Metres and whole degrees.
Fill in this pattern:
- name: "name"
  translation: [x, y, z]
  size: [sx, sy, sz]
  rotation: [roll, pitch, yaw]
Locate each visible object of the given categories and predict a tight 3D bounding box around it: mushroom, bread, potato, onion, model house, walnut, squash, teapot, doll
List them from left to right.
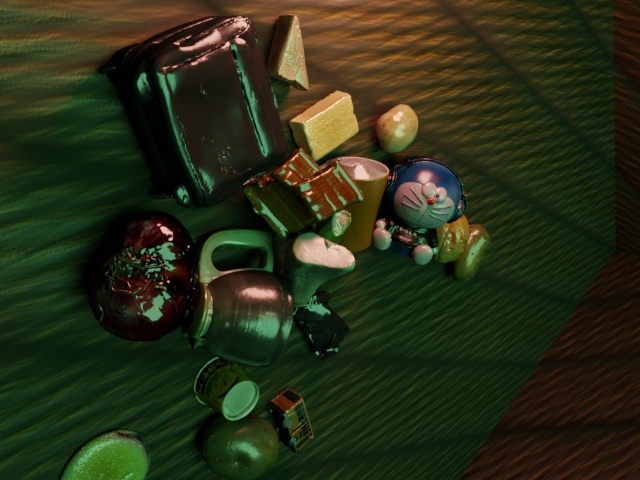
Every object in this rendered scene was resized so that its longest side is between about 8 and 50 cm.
- name: "bread"
  translation: [-0.512, 0.565, 1.337]
  size: [0.229, 0.034, 0.228]
  rotation: [-19, 118, -41]
- name: "onion"
  translation: [-0.362, 0.071, 1.162]
  size: [0.281, 0.221, 0.280]
  rotation: [9, 90, -74]
- name: "teapot"
  translation: [-0.201, 0.142, 1.338]
  size: [0.239, 0.239, 0.321]
  rotation: [13, 102, -33]
- name: "potato"
  translation: [-0.224, 0.574, 1.547]
  size: [0.235, 0.160, 0.177]
  rotation: [37, 54, -32]
- name: "bread"
  translation: [-0.065, -0.452, 1.337]
  size: [0.105, 0.077, 0.152]
  rotation: [11, 102, -43]
- name: "model house"
  translation: [-0.035, -0.124, 1.374]
  size: [0.229, 0.219, 0.199]
  rotation: [-31, 102, 15]
- name: "mushroom"
  translation: [-0.033, 0.091, 1.437]
  size: [0.122, 0.159, 0.328]
  rotation: [-42, 171, -31]
- name: "squash"
  translation: [0.000, 0.000, 1.525]
  size: [0.069, 0.069, 0.239]
  rotation: [12, 131, -47]
- name: "bread"
  translation: [0.011, -0.304, 1.482]
  size: [0.188, 0.068, 0.125]
  rotation: [-39, 130, -27]
- name: "mushroom"
  translation: [0.228, -0.332, 1.654]
  size: [0.148, 0.112, 0.148]
  rotation: [-21, 122, -37]
- name: "doll"
  translation: [0.308, -0.111, 1.744]
  size: [0.240, 0.284, 0.309]
  rotation: [-81, -172, -65]
- name: "walnut"
  translation: [0.449, -0.018, 1.974]
  size: [0.159, 0.159, 0.206]
  rotation: [-18, 119, -39]
- name: "potato"
  translation: [0.576, 0.051, 2.161]
  size: [0.149, 0.113, 0.251]
  rotation: [3, 112, -53]

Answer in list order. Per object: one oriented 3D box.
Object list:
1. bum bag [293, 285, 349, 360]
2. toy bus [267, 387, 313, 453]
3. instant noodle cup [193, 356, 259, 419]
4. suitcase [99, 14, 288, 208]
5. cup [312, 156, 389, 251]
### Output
- name: "bum bag"
  translation: [-0.007, 0.234, 1.675]
  size: [0.137, 0.074, 0.310]
  rotation: [-38, 125, -13]
- name: "toy bus"
  translation: [-0.089, 0.558, 1.716]
  size: [0.103, 0.091, 0.182]
  rotation: [-33, 125, -31]
- name: "instant noodle cup"
  translation: [-0.243, 0.394, 1.471]
  size: [0.151, 0.122, 0.151]
  rotation: [-16, 115, -38]
- name: "suitcase"
  translation: [-0.238, -0.276, 1.180]
  size: [0.339, 0.188, 0.345]
  rotation: [-40, 129, -34]
- name: "cup"
  translation: [0.069, -0.108, 1.569]
  size: [0.226, 0.182, 0.263]
  rotation: [-1, 117, -10]
